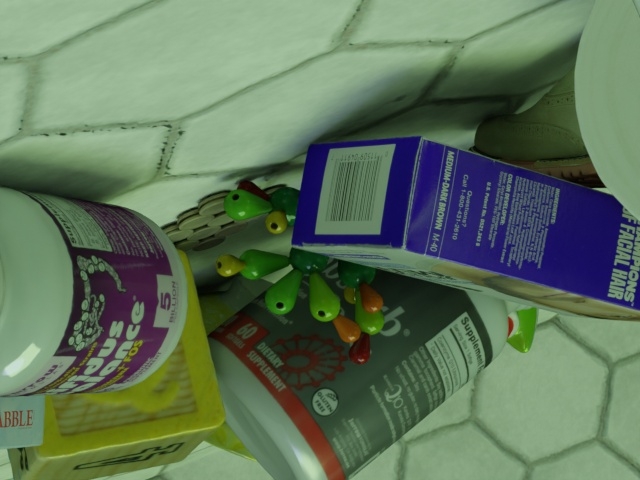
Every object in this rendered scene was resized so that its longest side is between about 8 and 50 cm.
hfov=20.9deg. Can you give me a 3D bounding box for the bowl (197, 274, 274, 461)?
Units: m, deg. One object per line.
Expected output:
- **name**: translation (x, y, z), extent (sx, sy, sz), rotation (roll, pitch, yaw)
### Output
- **bowl**: translation (-0.076, 0.134, 2.019), extent (0.289, 0.289, 0.156), rotation (6, 111, -64)

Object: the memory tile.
- **memory tile**: translation (-0.107, -0.018, 1.726), extent (0.113, 0.012, 0.148), rotation (-8, 163, -44)

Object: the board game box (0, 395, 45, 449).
- **board game box**: translation (-0.446, 0.142, 1.452), extent (0.318, 0.066, 0.318), rotation (0, 177, 21)

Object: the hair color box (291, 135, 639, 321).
- **hair color box**: translation (0.165, -0.005, 1.607), extent (0.339, 0.110, 0.185), rotation (13, 174, -32)

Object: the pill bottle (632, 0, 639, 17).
- **pill bottle**: translation (0.308, -0.247, 0.956), extent (0.334, 0.188, 0.188), rotation (-23, 168, 12)

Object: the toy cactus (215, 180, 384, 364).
- **toy cactus**: translation (0.000, 0.000, 1.670), extent (0.180, 0.219, 0.112), rotation (-57, -161, -19)

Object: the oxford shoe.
- **oxford shoe**: translation (0.277, -0.123, 1.602), extent (0.140, 0.147, 0.397), rotation (-2, -179, -34)

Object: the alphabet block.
- **alphabet block**: translation (-0.223, 0.134, 1.759), extent (0.193, 0.192, 0.197), rotation (-11, 165, -19)

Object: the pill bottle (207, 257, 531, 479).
- **pill bottle**: translation (0.064, 0.088, 1.828), extent (0.363, 0.210, 0.210), rotation (-38, 173, -15)

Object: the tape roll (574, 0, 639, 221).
- **tape roll**: translation (0.347, -0.119, 1.362), extent (0.286, 0.286, 0.100), rotation (-23, 167, 14)

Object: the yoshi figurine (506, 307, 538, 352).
- **yoshi figurine**: translation (0.152, 0.039, 2.148), extent (0.203, 0.204, 0.362), rotation (19, -151, 32)

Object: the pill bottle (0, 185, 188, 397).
- **pill bottle**: translation (-0.244, 0.043, 1.401), extent (0.169, 0.169, 0.301), rotation (-24, 167, 21)
